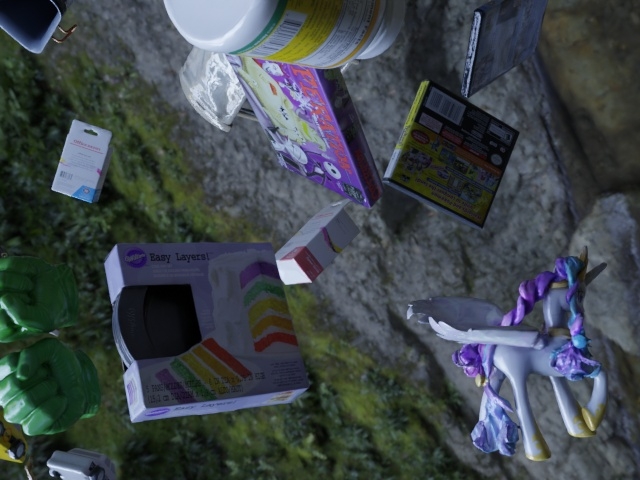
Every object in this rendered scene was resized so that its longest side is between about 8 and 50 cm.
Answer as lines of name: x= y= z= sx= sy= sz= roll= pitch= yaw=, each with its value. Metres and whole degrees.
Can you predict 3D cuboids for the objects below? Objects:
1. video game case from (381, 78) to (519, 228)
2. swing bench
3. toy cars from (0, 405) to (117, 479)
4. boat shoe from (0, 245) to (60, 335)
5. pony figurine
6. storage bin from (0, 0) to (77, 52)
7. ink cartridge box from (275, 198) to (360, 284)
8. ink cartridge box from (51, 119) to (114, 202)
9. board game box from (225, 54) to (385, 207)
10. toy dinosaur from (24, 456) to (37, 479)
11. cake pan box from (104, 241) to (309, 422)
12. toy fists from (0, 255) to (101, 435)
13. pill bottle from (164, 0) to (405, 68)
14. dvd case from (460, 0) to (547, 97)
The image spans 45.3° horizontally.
video game case: x=0.298 y=-0.191 z=1.726 sx=0.275 sy=0.248 sz=0.035 roll=24 pitch=174 yaw=-24
swing bench: x=-0.107 y=-0.341 z=1.480 sx=0.253 sy=0.255 sz=0.165 roll=-46 pitch=56 yaw=50
toy cars: x=-0.521 y=0.386 z=1.441 sx=0.394 sy=0.087 sz=0.177 roll=37 pitch=142 yaw=-27
boat shoe: x=-0.653 y=0.071 z=1.605 sx=0.324 sy=0.096 sz=0.117 roll=43 pitch=158 yaw=-13
pony figurine: x=0.353 y=0.201 z=1.378 sx=0.303 sy=0.351 sz=0.363 roll=-128 pitch=32 yaw=-81
storage bin: x=-0.326 y=-0.298 z=0.919 sx=0.098 sy=0.091 sz=0.135 roll=41 pitch=151 yaw=-18
ink cartridge box: x=0.000 y=0.000 z=1.560 sx=0.067 sy=0.198 sz=0.115 roll=52 pitch=154 yaw=-16
ink cartridge box: x=-0.576 y=-0.195 z=1.878 sx=0.061 sy=0.105 sz=0.181 roll=-100 pitch=29 yaw=-83
board game box: x=-0.033 y=-0.203 z=1.130 sx=0.208 sy=0.056 sz=0.346 roll=24 pitch=155 yaw=35
toy dinosaur: x=-0.628 y=0.579 z=1.729 sx=0.183 sy=0.053 sz=0.092 roll=44 pitch=149 yaw=28
cake pan box: x=-0.168 y=0.121 z=1.102 sx=0.070 sy=0.267 sz=0.245 roll=-46 pitch=52 yaw=47
toy fists: x=-0.425 y=0.151 z=1.146 sx=0.096 sy=0.142 sz=0.279 roll=-30 pitch=72 yaw=42
pill bottle: x=-0.018 y=-0.206 z=0.640 sx=0.118 sy=0.208 sz=0.117 roll=4 pitch=97 yaw=37
dvd case: x=0.362 y=-0.402 z=1.484 sx=0.022 sy=0.253 sz=0.180 roll=33 pitch=141 yaw=29
